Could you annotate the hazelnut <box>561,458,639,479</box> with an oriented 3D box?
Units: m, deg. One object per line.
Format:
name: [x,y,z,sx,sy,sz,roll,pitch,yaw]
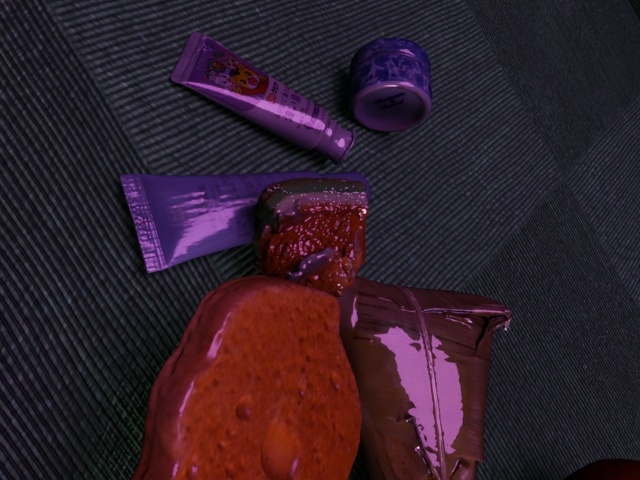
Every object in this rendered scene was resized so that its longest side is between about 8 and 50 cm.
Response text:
hazelnut: [0.494,0.537,1.051,0.429,0.402,0.402,-15,83,-42]

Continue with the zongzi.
zongzi: [0.064,0.256,0.954,0.418,0.181,0.447,16,67,-17]

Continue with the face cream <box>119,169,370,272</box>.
face cream: [-0.090,-0.050,0.984,0.385,0.086,0.135,-11,77,-37]

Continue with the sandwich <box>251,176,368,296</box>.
sandwich: [0.007,-0.003,0.920,0.185,0.109,0.160,-14,51,-27]

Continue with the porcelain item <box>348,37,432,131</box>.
porcelain item: [0.124,-0.278,1.209,0.147,0.147,0.114,18,61,-34]

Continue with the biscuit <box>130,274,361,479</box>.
biscuit: [-0.073,0.248,0.734,0.350,0.078,0.455,55,46,-48]

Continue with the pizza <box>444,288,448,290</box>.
pizza: [0.251,0.133,1.232,0.100,0.029,0.099,-28,91,-43]

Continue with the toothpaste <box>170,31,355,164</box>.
toothpaste: [-0.083,-0.218,1.070,0.299,0.073,0.114,28,56,-20]
